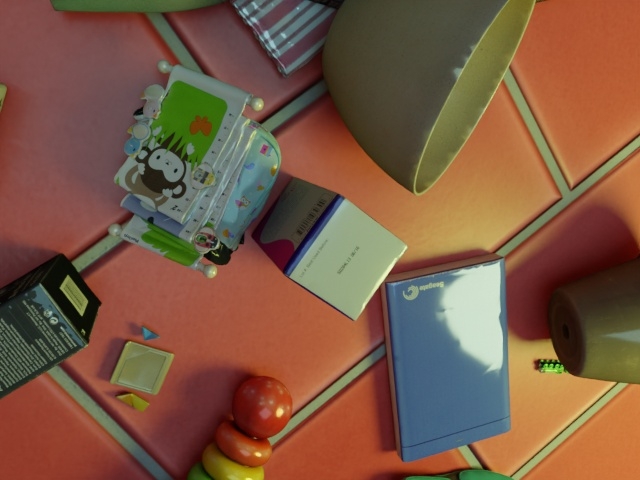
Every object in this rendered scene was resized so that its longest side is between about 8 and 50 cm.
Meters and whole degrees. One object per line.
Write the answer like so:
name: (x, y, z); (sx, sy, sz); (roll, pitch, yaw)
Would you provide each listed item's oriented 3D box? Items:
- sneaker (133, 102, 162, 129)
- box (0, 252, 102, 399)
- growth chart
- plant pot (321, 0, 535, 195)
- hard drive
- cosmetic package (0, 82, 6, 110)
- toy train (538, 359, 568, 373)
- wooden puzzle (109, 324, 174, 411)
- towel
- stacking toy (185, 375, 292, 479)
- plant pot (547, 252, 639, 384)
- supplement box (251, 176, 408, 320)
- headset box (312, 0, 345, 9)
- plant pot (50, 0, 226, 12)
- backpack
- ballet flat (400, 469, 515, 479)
sneaker: (-0.187, -0.165, 0.731); (0.109, 0.040, 0.044); (-20, 123, -9)
box: (-0.365, 0.107, 0.667); (0.158, 0.156, 0.093); (-33, 108, -8)
growth chart: (-0.166, -0.091, 0.659); (0.172, 0.021, 0.237); (16, 86, 14)
plant pot: (0.115, -0.227, 0.710); (0.191, 0.284, 0.284); (33, 91, 16)
hard drive: (0.215, 0.196, 0.925); (0.210, 0.040, 0.319); (-11, 105, -14)
cosmetic package: (-0.464, -0.128, 0.588); (0.183, 0.151, 0.151); (17, 97, -20)
toy train: (0.433, 0.232, 1.013); (0.083, 0.017, 0.024); (5, 111, -18)
wooden puzzle: (-0.256, 0.183, 0.794); (0.078, 0.014, 0.116); (30, 92, -25)
towel: (-0.053, -0.339, 0.738); (0.144, 0.029, 0.197); (-42, 110, -8)
stacking toy: (-0.143, 0.352, 0.815); (0.141, 0.141, 0.330); (28, 85, -20)
plant pot: (0.516, 0.137, 0.914); (0.229, 0.263, 0.263); (-6, 104, 1)
supplement box: (0.000, 0.000, 0.723); (0.114, 0.220, 0.111); (36, 90, -22)
headset box: (0.022, -0.342, 0.731); (0.083, 0.032, 0.062); (9, 96, -20)
plant pot: (-0.152, -0.378, 0.570); (0.252, 0.248, 0.247); (1, 94, -19)
backpack: (-0.127, -0.072, 0.725); (0.152, 0.115, 0.182); (37, 86, -17)
ballet flat: (0.236, 0.456, 0.977); (0.247, 0.083, 0.087); (7, 124, -18)
